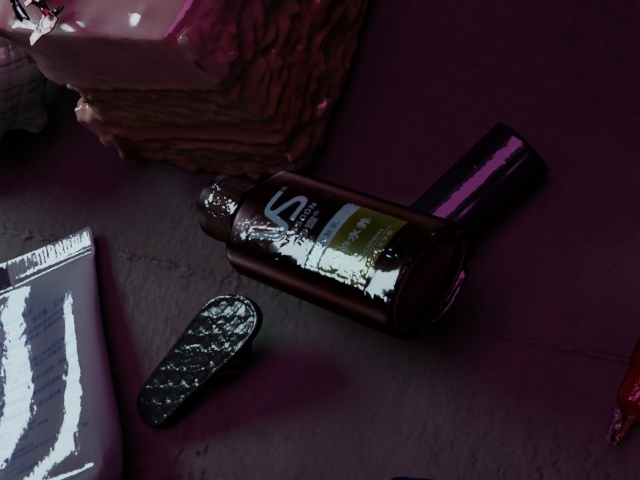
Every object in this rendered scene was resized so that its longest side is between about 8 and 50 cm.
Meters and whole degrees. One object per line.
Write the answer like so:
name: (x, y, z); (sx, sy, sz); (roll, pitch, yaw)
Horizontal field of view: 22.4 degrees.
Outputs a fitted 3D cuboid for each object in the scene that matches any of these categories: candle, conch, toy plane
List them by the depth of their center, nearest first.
candle: (0.312, 0.122, 1.517); (0.053, 0.048, 0.162); (28, 80, 8)
toy plane: (-0.279, -0.246, 1.536); (0.060, 0.037, 0.145); (-40, 55, 12)
conch: (-0.364, -0.186, 1.773); (0.386, 0.203, 0.170); (-35, 94, 31)

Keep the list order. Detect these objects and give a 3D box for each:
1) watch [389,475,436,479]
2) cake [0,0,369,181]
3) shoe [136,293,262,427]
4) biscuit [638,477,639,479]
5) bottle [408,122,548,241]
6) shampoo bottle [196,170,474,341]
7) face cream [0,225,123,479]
watch: (0.120, 0.299, 1.440); (0.200, 0.196, 0.171); (28, 111, 17)
cake: (-0.131, -0.256, 1.663); (0.293, 0.307, 0.314); (5, 72, 26)
shoe: (-0.117, 0.125, 1.664); (0.179, 0.049, 0.071); (-48, 56, 18)
biscuit: (0.349, 0.244, 1.440); (0.152, 0.020, 0.152); (-4, 43, 4)
bottle: (0.116, -0.013, 1.620); (0.244, 0.072, 0.082); (-44, 46, -2)
shampoo bottle: (0.000, 0.000, 1.586); (0.323, 0.084, 0.129); (22, 73, 47)
face cream: (-0.314, 0.194, 1.673); (0.234, 0.137, 0.420); (-22, 57, 11)
